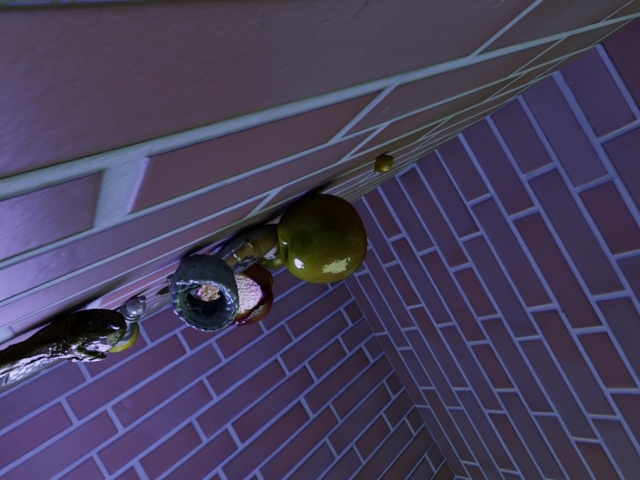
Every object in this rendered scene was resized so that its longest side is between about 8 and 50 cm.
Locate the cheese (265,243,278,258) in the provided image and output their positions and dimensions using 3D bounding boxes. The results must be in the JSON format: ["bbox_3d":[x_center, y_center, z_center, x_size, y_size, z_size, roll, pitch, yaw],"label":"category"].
[{"bbox_3d":[-0.246,0.036,1.862,0.163,0.071,0.249,-20,156,24],"label":"cheese"}]

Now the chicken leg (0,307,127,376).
[{"bbox_3d":[-0.720,0.284,1.089,0.361,0.140,0.211,-19,155,-20],"label":"chicken leg"}]

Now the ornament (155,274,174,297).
[{"bbox_3d":[-0.559,0.161,1.619,0.230,0.061,0.245,-29,175,-22],"label":"ornament"}]

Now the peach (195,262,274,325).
[{"bbox_3d":[-0.416,0.263,2.061,0.406,0.335,0.310,1,-178,13],"label":"peach"}]

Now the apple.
[{"bbox_3d":[0.000,0.000,1.486,0.339,0.339,0.339,-30,180,0],"label":"apple"}]

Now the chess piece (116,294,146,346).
[{"bbox_3d":[-0.758,0.297,1.579,0.271,0.139,0.139,-41,174,27],"label":"chess piece"}]

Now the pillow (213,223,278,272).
[{"bbox_3d":[-0.292,0.043,1.526,0.310,0.119,0.312,-36,178,24],"label":"pillow"}]

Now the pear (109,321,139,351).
[{"bbox_3d":[-0.917,0.409,1.765,0.180,0.166,0.216,-15,165,31],"label":"pear"}]

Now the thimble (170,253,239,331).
[{"bbox_3d":[-0.372,0.159,1.291,0.205,0.250,0.172,-29,-150,0],"label":"thimble"}]

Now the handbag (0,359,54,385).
[{"bbox_3d":[-0.904,0.361,1.303,0.219,0.079,0.256,-34,179,34],"label":"handbag"}]

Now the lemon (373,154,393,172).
[{"bbox_3d":[0.241,-0.293,1.538,0.092,0.065,0.065,-39,178,11],"label":"lemon"}]

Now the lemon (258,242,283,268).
[{"bbox_3d":[-0.236,0.047,2.089,0.184,0.184,0.248,-30,-173,44],"label":"lemon"}]
